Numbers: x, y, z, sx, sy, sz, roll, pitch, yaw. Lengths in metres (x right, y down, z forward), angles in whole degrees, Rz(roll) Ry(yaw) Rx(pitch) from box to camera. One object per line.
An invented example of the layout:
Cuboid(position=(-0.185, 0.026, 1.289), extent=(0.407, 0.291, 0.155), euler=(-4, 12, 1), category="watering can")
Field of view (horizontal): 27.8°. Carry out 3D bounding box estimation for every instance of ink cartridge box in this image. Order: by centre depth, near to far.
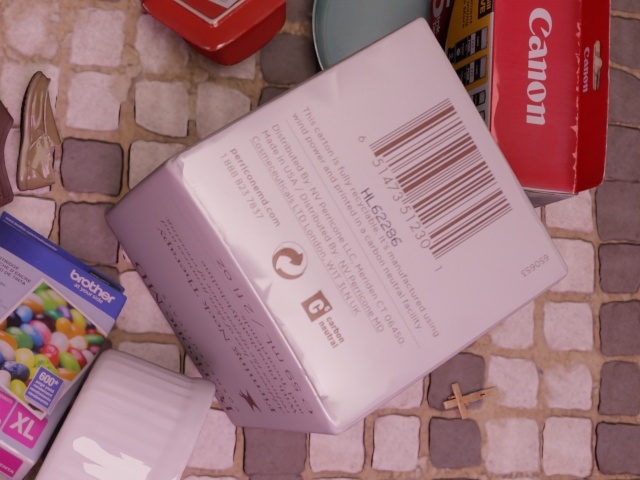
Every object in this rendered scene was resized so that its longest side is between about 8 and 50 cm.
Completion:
Cuboid(position=(-0.344, 0.100, 1.463), extent=(0.186, 0.065, 0.311), euler=(33, 42, -10), category="ink cartridge box")
Cuboid(position=(0.239, -0.202, 1.609), extent=(0.130, 0.272, 0.309), euler=(5, 82, -18), category="ink cartridge box")

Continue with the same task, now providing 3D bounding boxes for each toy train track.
Cuboid(position=(0.199, 0.211, 1.728), extent=(0.083, 0.014, 0.048), euler=(-12, 80, -25), category="toy train track")

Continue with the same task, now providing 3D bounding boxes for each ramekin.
Cuboid(position=(-0.237, 0.255, 1.449), extent=(0.135, 0.277, 0.277), euler=(28, 76, -5), category="ramekin")

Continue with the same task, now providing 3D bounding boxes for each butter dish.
Cuboid(position=(-0.115, -0.280, 1.636), extent=(0.160, 0.118, 0.160), euler=(-40, 53, -19), category="butter dish")

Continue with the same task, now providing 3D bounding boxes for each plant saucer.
Cuboid(position=(0.134, -0.277, 1.749), extent=(0.318, 0.044, 0.317), euler=(2, 83, -18), category="plant saucer")

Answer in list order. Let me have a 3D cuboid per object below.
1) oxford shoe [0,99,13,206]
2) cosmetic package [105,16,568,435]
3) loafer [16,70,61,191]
Cuboid(position=(-0.425, -0.165, 1.539), extent=(0.098, 0.097, 0.271), euler=(-7, 90, -39), category="oxford shoe")
Cuboid(position=(0.000, 0.000, 1.486), extent=(0.327, 0.394, 0.329), euler=(-33, 94, -19), category="cosmetic package")
Cuboid(position=(-0.340, -0.131, 1.572), extent=(0.050, 0.056, 0.148), euler=(7, 92, -18), category="loafer")
